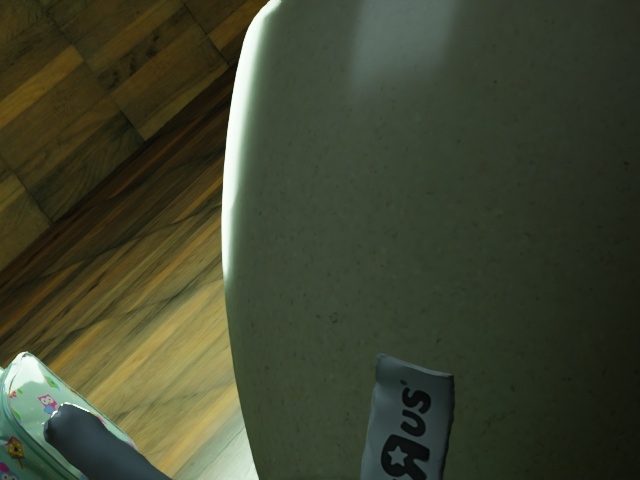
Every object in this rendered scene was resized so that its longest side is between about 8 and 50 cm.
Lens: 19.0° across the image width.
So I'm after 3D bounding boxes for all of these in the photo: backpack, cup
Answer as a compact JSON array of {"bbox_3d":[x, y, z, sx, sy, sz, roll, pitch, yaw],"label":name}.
[{"bbox_3d":[-0.241,0.193,1.519,0.144,0.166,0.188,-41,12,25],"label":"backpack"},{"bbox_3d":[0.084,0.046,0.971,0.331,0.331,0.237,-18,47,54],"label":"cup"}]

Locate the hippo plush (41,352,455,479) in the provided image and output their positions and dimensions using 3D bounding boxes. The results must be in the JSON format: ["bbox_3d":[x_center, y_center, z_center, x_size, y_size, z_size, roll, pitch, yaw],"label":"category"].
[{"bbox_3d":[0.056,0.217,0.577,0.234,0.294,0.236,-8,31,-10],"label":"hippo plush"}]
